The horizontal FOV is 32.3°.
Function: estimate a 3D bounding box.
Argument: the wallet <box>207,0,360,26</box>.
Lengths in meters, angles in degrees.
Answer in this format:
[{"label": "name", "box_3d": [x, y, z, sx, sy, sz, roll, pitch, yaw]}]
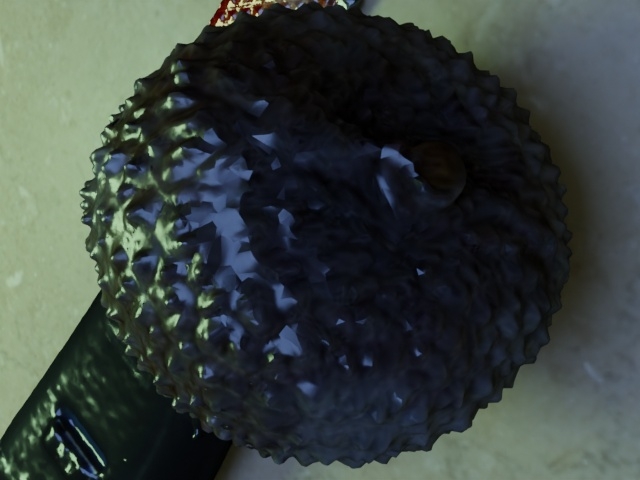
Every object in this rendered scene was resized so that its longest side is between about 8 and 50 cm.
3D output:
[{"label": "wallet", "box_3d": [-0.054, -0.137, 0.856, 0.103, 0.020, 0.196, 48, 121, 20]}]

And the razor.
[{"label": "razor", "box_3d": [-0.164, 0.158, 0.930, 0.189, 0.107, 0.327, 48, 120, 21]}]

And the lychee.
[{"label": "lychee", "box_3d": [0.002, 0.004, 0.680, 0.300, 0.300, 0.300, 6, 101, 36]}]
